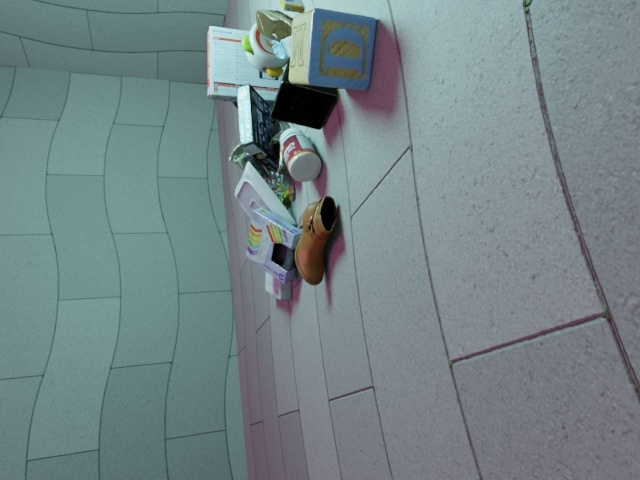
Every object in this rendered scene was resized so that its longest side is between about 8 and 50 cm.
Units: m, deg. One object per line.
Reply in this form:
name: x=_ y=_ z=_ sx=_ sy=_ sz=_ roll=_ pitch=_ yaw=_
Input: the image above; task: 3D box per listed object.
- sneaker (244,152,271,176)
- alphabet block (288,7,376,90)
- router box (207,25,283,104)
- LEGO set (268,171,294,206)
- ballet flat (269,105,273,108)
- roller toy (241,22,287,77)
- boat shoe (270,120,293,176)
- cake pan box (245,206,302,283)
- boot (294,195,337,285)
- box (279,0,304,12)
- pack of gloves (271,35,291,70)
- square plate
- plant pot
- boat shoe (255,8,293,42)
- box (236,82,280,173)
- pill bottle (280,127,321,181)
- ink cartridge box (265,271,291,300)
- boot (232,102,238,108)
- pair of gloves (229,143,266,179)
sneaker: x=-0.282 y=-0.348 z=2.139 sx=0.065 sy=0.076 sz=0.166 roll=-87 pitch=-27 yaw=-42
alphabet block: x=0.028 y=-0.537 z=1.353 sx=0.197 sy=0.192 sz=0.194 roll=-138 pitch=52 yaw=-62
router box: x=-0.337 y=-0.782 z=2.140 sx=0.082 sy=0.335 sz=0.302 roll=-177 pitch=87 yaw=-70
LEGO set: x=-0.205 y=-0.217 z=2.137 sx=0.287 sy=0.107 sz=0.132 roll=-132 pitch=44 yaw=-61
ballet flat: x=-0.280 y=-0.678 z=2.366 sx=0.106 sy=0.107 sz=0.316 roll=-63 pitch=-23 yaw=-90
roller toy: x=-0.218 y=-0.823 z=2.021 sx=0.191 sy=0.209 sz=0.146 roll=-59 pitch=13 yaw=-17
boat shoe: x=-0.160 y=-0.398 z=2.015 sx=0.117 sy=0.096 sz=0.325 roll=115 pitch=148 yaw=-49
cake pan box: x=-0.196 y=0.023 z=2.017 sx=0.266 sy=0.070 sz=0.246 roll=32 pitch=125 yaw=29
boot: x=0.000 y=0.000 z=1.619 sx=0.220 sy=0.108 sz=0.284 roll=149 pitch=125 yaw=-63
box: x=-0.120 y=-0.958 z=1.896 sx=0.028 sy=0.081 sz=0.136 roll=109 pitch=153 yaw=-45
pack of gloves: x=-0.124 y=-0.673 z=1.816 sx=0.195 sy=0.046 sz=0.232 roll=59 pitch=167 yaw=-29
square plate: x=-0.270 y=-0.146 z=2.149 sx=0.347 sy=0.049 sz=0.344 roll=52 pitch=155 yaw=1
plant pot: x=-0.054 y=-0.519 z=1.621 sx=0.187 sy=0.188 sz=0.167 roll=128 pitch=150 yaw=-61
boat shoe: x=-0.119 y=-0.821 z=1.848 sx=0.342 sy=0.123 sz=0.123 roll=43 pitch=145 yaw=35
box: x=-0.258 y=-0.485 z=2.082 sx=0.293 sy=0.073 sz=0.296 roll=35 pitch=-135 yaw=-64
pill bottle: x=-0.081 y=-0.324 z=1.763 sx=0.221 sy=0.121 sz=0.121 roll=-114 pitch=30 yaw=-46
ink cartridge box: x=-0.199 y=0.140 z=2.214 sx=0.275 sy=0.060 sz=0.239 roll=-172 pitch=83 yaw=-69
boot: x=-0.351 y=-0.727 z=2.374 sx=0.280 sy=0.096 sz=0.264 roll=52 pitch=-145 yaw=-65
pair of gloves: x=-0.304 y=-0.413 z=2.196 sx=0.042 sy=0.204 sz=0.240 roll=-5 pitch=59 yaw=47
